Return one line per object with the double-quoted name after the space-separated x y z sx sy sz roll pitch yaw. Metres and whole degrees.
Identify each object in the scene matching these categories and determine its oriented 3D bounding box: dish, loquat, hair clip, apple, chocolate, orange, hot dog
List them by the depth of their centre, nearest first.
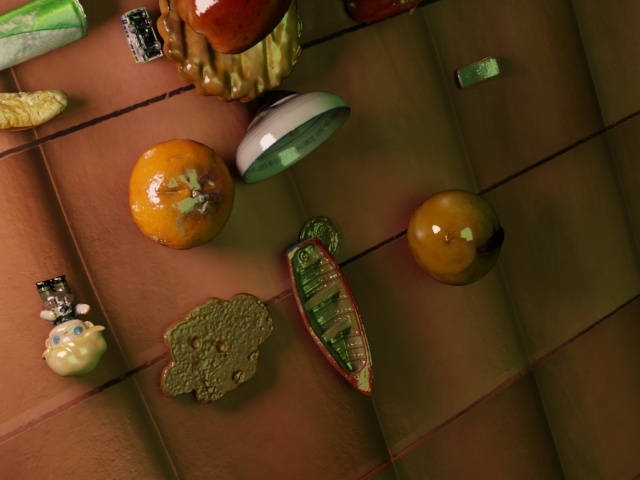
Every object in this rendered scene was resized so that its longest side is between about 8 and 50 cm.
-0.579 -0.367 1.620 0.291 0.110 0.110 -32 107 -23 "chocolate"
-0.589 -0.238 1.624 0.242 0.084 0.073 -9 95 -31 "hot dog"
-0.168 -0.480 1.681 0.234 0.234 0.234 -1 92 -31 "apple"
-0.276 -0.094 1.763 0.224 0.170 0.224 -1 92 -32 "orange"
-0.085 -0.248 1.845 0.273 0.273 0.134 -32 82 -26 "dish"
0.319 -0.009 2.085 0.235 0.235 0.235 -1 92 -31 "loquat"
0.398 -0.426 2.236 0.137 0.022 0.054 -26 104 -27 "hair clip"

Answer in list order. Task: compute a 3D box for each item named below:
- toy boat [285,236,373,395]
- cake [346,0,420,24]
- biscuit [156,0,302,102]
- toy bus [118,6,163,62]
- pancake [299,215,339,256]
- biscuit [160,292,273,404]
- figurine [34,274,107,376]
0.023 0.179 1.998 0.136 0.079 0.392 -30 107 -22 "toy boat"
0.130 -0.641 2.003 0.177 0.150 0.283 -42 112 -35 "cake"
-0.192 -0.449 1.841 0.325 0.107 0.326 -3 97 -30 "biscuit"
-0.362 -0.412 1.767 0.052 0.058 0.102 -28 110 -26 "toy bus"
-0.001 0.000 2.021 0.114 0.011 0.115 -3 95 -31 "pancake"
-0.225 0.231 1.878 0.290 0.041 0.208 -37 109 -23 "biscuit"
-0.484 0.165 1.691 0.114 0.108 0.196 -17 94 -33 "figurine"
